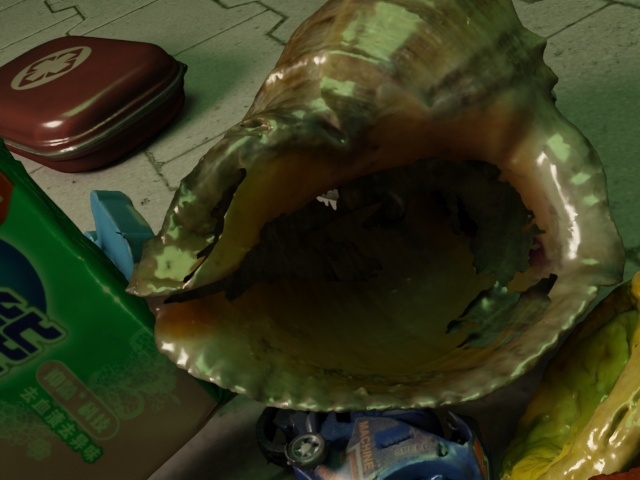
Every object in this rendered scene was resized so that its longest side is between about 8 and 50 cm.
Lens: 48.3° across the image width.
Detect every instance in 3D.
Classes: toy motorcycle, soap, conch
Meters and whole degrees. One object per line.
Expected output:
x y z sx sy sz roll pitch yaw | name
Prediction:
0.041 0.143 0.479 0.114 0.076 0.205 -34 33 -24 | toy motorcycle
-0.204 0.059 0.478 0.218 0.273 0.098 -41 21 -11 | soap
0.049 -0.018 0.520 0.352 0.210 0.297 -41 69 -6 | conch

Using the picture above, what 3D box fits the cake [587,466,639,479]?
0.050 0.195 0.343 0.262 0.158 0.159 -38 41 -24 | cake

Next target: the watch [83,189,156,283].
-0.231 0.071 0.605 0.193 0.211 0.211 -19 33 -27 | watch

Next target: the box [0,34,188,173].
-0.392 -0.226 1.121 0.404 0.108 0.263 19 52 41 | box

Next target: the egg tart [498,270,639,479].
0.179 0.098 0.421 0.074 0.191 0.191 33 55 8 | egg tart

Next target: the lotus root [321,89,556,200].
0.071 -0.099 0.715 0.322 0.140 0.158 -12 21 21 | lotus root
